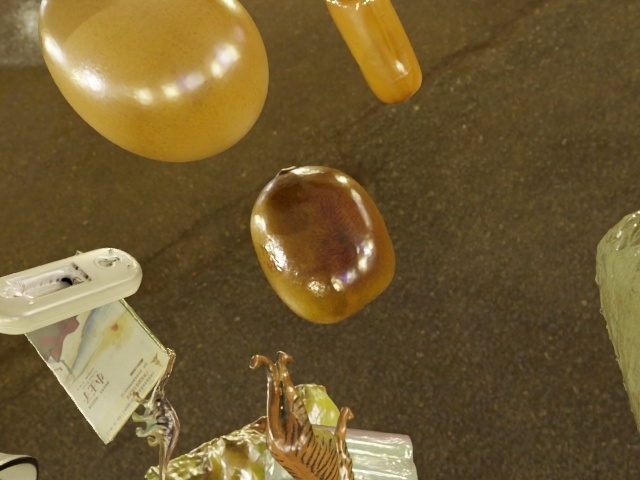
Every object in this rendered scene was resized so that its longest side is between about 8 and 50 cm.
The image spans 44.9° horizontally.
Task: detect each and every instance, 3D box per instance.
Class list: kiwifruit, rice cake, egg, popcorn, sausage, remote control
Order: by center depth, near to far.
[{"bbox_3d":[-0.311,0.055,0.945,0.078,0.042,0.221,35,32,24],"label":"remote control"},{"bbox_3d":[0.029,0.269,0.962,0.042,0.222,0.080,-40,44,46],"label":"rice cake"},{"bbox_3d":[-0.222,-0.243,1.026,0.323,0.250,0.250,30,55,7],"label":"egg"},{"bbox_3d":[0.000,0.000,1.130,0.196,0.233,0.196,-31,5,3],"label":"kiwifruit"},{"bbox_3d":[-0.074,0.414,1.234,0.321,0.289,0.326,-30,3,-2],"label":"popcorn"},{"bbox_3d":[0.085,-0.393,1.399,0.112,0.328,0.112,-21,38,17],"label":"sausage"}]

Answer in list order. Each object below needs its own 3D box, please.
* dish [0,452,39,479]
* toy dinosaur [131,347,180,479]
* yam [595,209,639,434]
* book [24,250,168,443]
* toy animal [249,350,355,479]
[{"bbox_3d":[-0.483,0.353,0.904,0.106,0.316,0.316,35,59,11],"label":"dish"},{"bbox_3d":[-0.195,0.219,0.915,0.058,0.180,0.037,-5,-1,18],"label":"toy dinosaur"},{"bbox_3d":[0.277,0.082,0.508,0.168,0.167,0.304,-9,27,16],"label":"yam"},{"bbox_3d":[-0.397,0.182,1.362,0.289,0.026,0.201,43,102,24],"label":"book"},{"bbox_3d":[-0.005,0.200,0.767,0.057,0.241,0.099,-22,39,17],"label":"toy animal"}]
